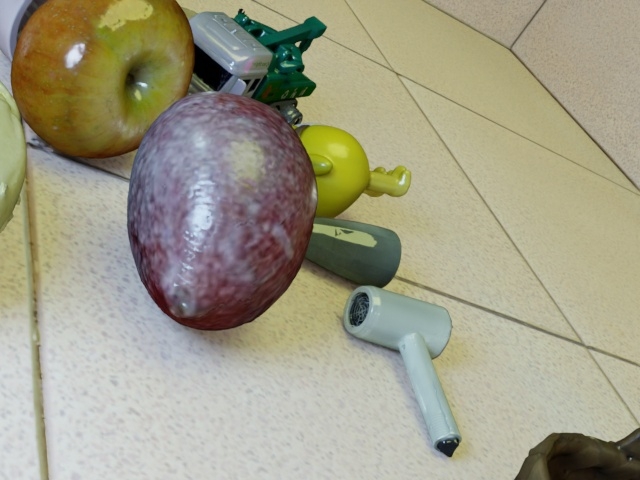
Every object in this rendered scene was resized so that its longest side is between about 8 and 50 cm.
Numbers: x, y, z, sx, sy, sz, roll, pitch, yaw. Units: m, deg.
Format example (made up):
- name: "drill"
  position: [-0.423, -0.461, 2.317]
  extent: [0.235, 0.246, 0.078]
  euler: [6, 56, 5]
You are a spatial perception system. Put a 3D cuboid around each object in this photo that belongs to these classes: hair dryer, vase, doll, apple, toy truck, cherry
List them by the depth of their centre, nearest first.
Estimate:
- name: "cherry"
  position: [-0.107, -0.026, 1.029]
  extent: [0.203, 0.230, 0.300]
  euler: [16, 43, -11]
- name: "apple"
  position: [-0.268, -0.213, 1.180]
  extent: [0.173, 0.210, 0.235]
  euler: [24, 40, 31]
- name: "hair dryer"
  position: [0.113, 0.163, 1.188]
  extent: [0.131, 0.073, 0.236]
  euler: [18, 38, -31]
- name: "vase"
  position: [0.000, 0.000, 1.306]
  extent: [0.214, 0.086, 0.086]
  euler: [17, 29, -27]
- name: "doll"
  position: [-0.051, -0.103, 1.385]
  extent: [0.363, 0.145, 0.199]
  euler: [9, -5, -31]
- name: "toy truck"
  position: [-0.120, -0.264, 1.516]
  extent: [0.176, 0.178, 0.363]
  euler: [41, 27, 11]

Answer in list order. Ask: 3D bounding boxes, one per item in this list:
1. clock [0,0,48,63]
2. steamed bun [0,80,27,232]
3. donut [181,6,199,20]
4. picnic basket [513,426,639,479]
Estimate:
- name: "clock"
  position: [-0.332, -0.300, 1.265]
  extent: [0.068, 0.197, 0.197]
  euler: [48, 26, 24]
- name: "steamed bun"
  position: [-0.382, -0.074, 0.832]
  extent: [0.232, 0.166, 0.273]
  euler: [34, 26, -35]
- name: "donut"
  position: [-0.228, -0.343, 1.648]
  extent: [0.108, 0.065, 0.166]
  euler: [35, 25, -2]
- name: "picnic basket"
  position: [0.371, 0.289, 0.964]
  extent: [0.337, 0.337, 0.293]
  euler: [26, 26, -21]
